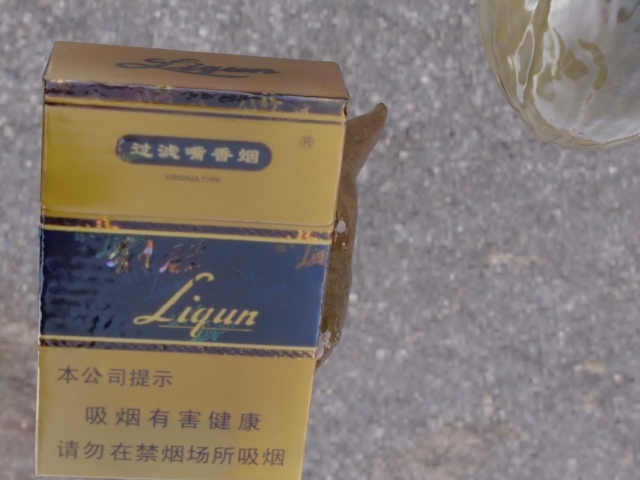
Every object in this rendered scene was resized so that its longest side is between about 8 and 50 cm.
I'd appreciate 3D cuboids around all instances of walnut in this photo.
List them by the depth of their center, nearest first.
[{"bbox_3d":[0.143,-0.121,0.650,0.140,0.162,0.140,6,-174,-1],"label":"walnut"}]

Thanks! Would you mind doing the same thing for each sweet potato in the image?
[{"bbox_3d":[0.000,0.000,1.098,0.067,0.281,0.059,16,160,-9],"label":"sweet potato"}]

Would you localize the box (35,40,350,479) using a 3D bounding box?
[{"bbox_3d":[-0.075,0.017,0.754,0.152,0.070,0.237,4,118,-7],"label":"box"}]
